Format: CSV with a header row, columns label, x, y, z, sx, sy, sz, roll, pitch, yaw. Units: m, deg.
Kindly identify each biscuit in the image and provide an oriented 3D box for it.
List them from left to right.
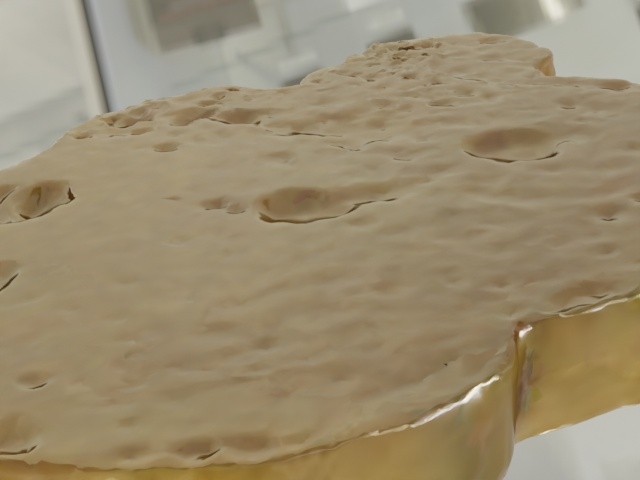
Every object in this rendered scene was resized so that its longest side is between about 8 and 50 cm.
label,x,y,z,sx,sy,sz,roll,pitch,yaw
biscuit,0.000,0.004,0.636,0.269,0.051,0.376,1,-157,19
